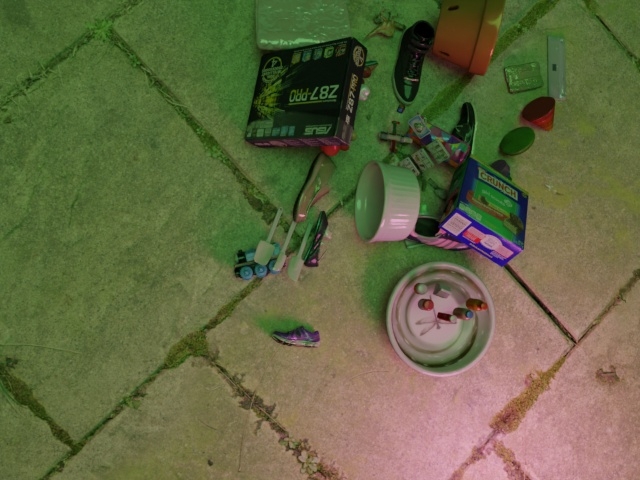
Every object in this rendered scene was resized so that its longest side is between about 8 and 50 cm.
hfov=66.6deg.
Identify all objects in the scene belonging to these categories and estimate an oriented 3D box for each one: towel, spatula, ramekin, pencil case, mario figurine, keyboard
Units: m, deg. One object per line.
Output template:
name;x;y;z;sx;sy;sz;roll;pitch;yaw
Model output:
towel;0.784;-0.627;1.875;0.148;0.027;0.110;-13;89;-9
spatula;-0.117;0.002;1.650;0.168;0.019;0.242;25;59;-12
ramekin;0.223;-0.126;1.641;0.135;0.277;0.277;3;86;-15
towel;0.352;-0.053;1.776;0.113;0.023;0.152;-11;88;-10
pencil case;0.417;-0.353;1.736;0.236;0.104;0.104;36;82;11
mario figurine;0.099;-0.427;1.662;0.170;0.198;0.320;16;78;28
towel;-0.061;-0.789;1.700;0.332;0.053;0.316;-2;68;-8
keyboard;0.924;-0.676;1.908;0.072;0.014;0.256;1;86;-3

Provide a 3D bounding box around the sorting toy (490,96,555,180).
sorting toy;0.778;-0.362;1.837;0.126;0.127;0.365;38;84;-34

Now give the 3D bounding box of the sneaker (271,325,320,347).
sneaker;-0.084;0.327;1.676;0.170;0.068;0.071;9;70;-16

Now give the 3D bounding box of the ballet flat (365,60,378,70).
ballet flat;0.111;-0.603;1.763;0.206;0.073;0.067;-10;115;-6

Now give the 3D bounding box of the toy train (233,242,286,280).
toy train;-0.210;0.072;1.659;0.184;0.080;0.105;-12;80;-9

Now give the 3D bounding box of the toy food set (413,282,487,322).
toy food set;0.427;0.212;1.628;0.232;0.104;0.111;21;83;-7

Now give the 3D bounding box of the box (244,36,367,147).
box;-0.056;-0.466;1.586;0.097;0.395;0.318;14;85;-52

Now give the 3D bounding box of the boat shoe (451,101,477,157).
boat shoe;0.525;-0.399;1.793;0.079;0.084;0.233;6;88;-9

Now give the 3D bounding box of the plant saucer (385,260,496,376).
plant saucer;0.413;0.272;1.725;0.401;0.100;0.400;1;87;-9

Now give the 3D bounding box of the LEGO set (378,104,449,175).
LEGO set;0.319;-0.358;1.724;0.244;0.182;0.060;51;43;-11

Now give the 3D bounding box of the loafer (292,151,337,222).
loafer;-0.016;-0.177;1.688;0.092;0.102;0.268;25;80;-9

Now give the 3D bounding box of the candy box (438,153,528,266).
candy box;0.574;-0.110;1.691;0.268;0.122;0.317;31;47;-5

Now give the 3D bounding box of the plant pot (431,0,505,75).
plant pot;0.517;-0.753;1.732;0.204;0.291;0.290;13;84;9

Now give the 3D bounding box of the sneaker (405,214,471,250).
sneaker;0.438;-0.027;1.708;0.319;0.131;0.112;5;83;-6

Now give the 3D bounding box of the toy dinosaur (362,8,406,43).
toy dinosaur;0.233;-0.792;1.791;0.183;0.053;0.092;-19;91;-9

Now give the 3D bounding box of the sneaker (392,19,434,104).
sneaker;0.333;-0.647;1.749;0.105;0.147;0.295;7;87;-10

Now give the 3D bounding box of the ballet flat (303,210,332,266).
ballet flat;0.000;0.000;1.697;0.074;0.074;0.203;19;90;-7
